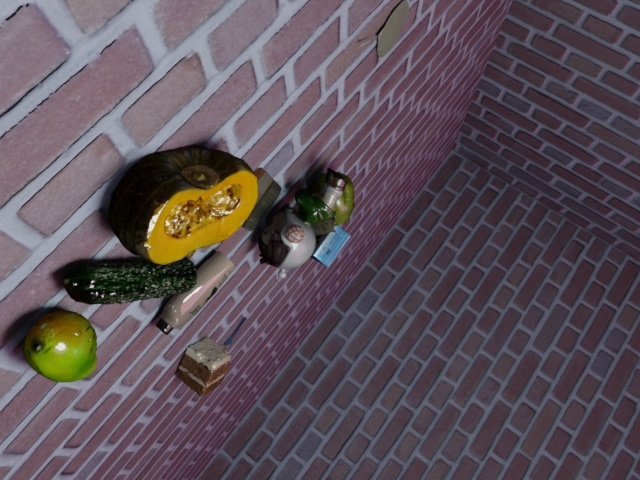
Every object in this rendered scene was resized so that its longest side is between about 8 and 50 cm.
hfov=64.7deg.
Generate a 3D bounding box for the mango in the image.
[{"bbox_3d":[-0.485,0.206,0.967,0.125,0.111,0.232,-45,165,-19],"label":"mango"}]

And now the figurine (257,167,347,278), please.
[{"bbox_3d":[-0.056,-0.055,1.552,0.370,0.167,0.281,-52,-164,8],"label":"figurine"}]

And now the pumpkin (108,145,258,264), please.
[{"bbox_3d":[-0.269,-0.059,1.003,0.317,0.139,0.221,-36,154,-55],"label":"pumpkin"}]

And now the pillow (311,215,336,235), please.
[{"bbox_3d":[-0.020,-0.049,1.684,0.241,0.093,0.051,-11,-143,47],"label":"pillow"}]

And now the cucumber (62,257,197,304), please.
[{"bbox_3d":[-0.385,0.085,1.047,0.096,0.096,0.359,-58,167,10],"label":"cucumber"}]

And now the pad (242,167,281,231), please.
[{"bbox_3d":[-0.118,-0.160,1.429,0.323,0.055,0.250,-38,166,4],"label":"pad"}]

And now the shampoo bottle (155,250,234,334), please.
[{"bbox_3d":[-0.340,0.144,1.359,0.257,0.078,0.127,-48,168,-17],"label":"shampoo bottle"}]

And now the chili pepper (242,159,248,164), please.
[{"bbox_3d":[-0.201,-0.153,1.233,0.034,0.030,0.091,28,95,-51],"label":"chili pepper"}]

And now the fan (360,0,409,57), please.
[{"bbox_3d":[0.183,-0.604,1.477,0.310,0.010,0.182,-44,162,-47],"label":"fan"}]

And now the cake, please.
[{"bbox_3d":[-0.394,0.424,1.724,0.147,0.135,0.135,-64,163,16],"label":"cake"}]

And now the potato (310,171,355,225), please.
[{"bbox_3d":[0.045,-0.141,1.723,0.149,0.186,0.253,-20,-168,-5],"label":"potato"}]

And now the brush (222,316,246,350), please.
[{"bbox_3d":[-0.343,0.374,2.010,0.164,0.014,0.051,-56,167,0],"label":"brush"}]

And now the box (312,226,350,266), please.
[{"bbox_3d":[0.000,0.000,1.891,0.142,0.083,0.232,-54,-155,-5],"label":"box"}]
